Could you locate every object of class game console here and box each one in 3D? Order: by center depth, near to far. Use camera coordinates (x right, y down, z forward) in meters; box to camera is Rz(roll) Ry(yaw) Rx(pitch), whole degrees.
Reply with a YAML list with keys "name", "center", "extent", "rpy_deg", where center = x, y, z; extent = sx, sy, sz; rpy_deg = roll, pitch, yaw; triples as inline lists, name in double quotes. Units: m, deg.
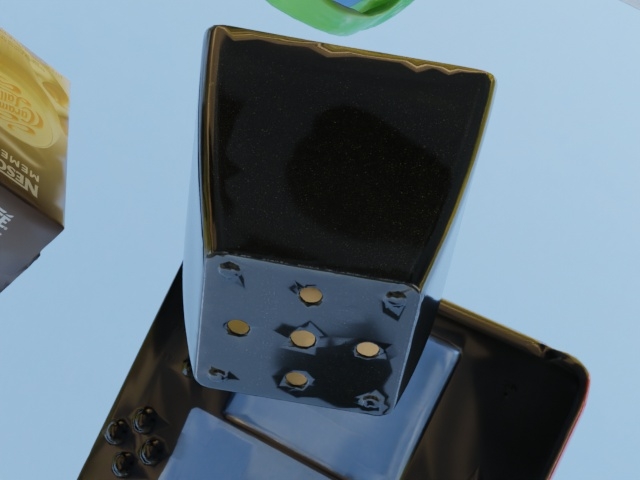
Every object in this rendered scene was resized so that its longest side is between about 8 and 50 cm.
- name: "game console"
  center: [-0.011, 0.184, 1.297]
  extent: [0.386, 0.060, 0.342]
  rpy_deg: [24, -89, 30]

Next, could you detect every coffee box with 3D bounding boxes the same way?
- name: "coffee box"
  center: [-0.296, -0.085, 1.373]
  extent: [0.141, 0.098, 0.246]
  rpy_deg: [37, -157, -29]

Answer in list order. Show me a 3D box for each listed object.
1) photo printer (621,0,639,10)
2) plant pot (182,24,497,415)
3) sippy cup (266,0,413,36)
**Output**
- name: "photo printer"
  center: [0.179, -0.219, 0.549]
  extent: [0.256, 0.308, 0.107]
  rpy_deg: [30, -163, 14]
- name: "plant pot"
  center: [0.000, 0.000, 1.008]
  extent: [0.187, 0.188, 0.167]
  rpy_deg: [10, -135, -1]
- name: "sippy cup"
  center: [0.014, -0.362, 1.563]
  extent: [0.224, 0.240, 0.305]
  rpy_deg: [35, -162, -24]
